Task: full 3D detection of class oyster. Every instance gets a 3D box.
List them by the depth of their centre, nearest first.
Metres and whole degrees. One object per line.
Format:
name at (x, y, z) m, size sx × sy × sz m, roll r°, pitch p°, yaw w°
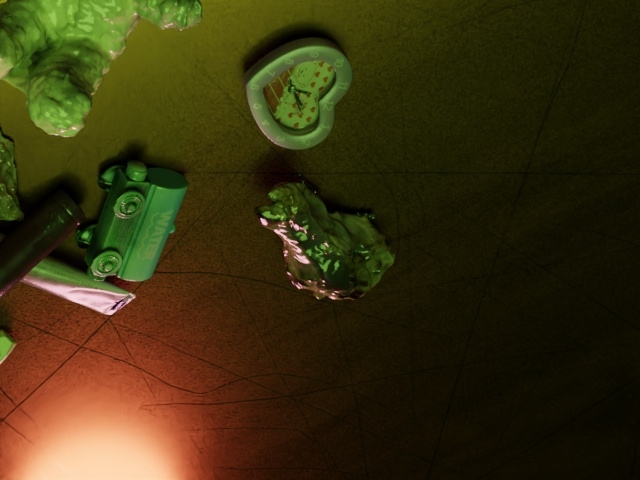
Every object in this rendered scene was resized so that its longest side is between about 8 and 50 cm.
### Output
oyster at (-0.570, -0.117, 1.807) m, size 0.133 × 0.072 × 0.209 m, roll -7°, pitch 124°, yaw -11°
oyster at (0.007, -0.003, 1.981) m, size 0.198 × 0.133 × 0.337 m, roll -34°, pitch 130°, yaw 3°

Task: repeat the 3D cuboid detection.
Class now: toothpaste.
toothpaste at (-0.491, 0.057, 1.953) m, size 0.323 × 0.066 × 0.100 m, roll 28°, pitch 138°, yaw -29°

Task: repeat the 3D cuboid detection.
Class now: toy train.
toy train at (-0.326, -0.029, 1.918) m, size 0.159 × 0.101 × 0.248 m, roll 5°, pitch 126°, yaw -35°

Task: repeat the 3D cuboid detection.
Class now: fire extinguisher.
fire extinguisher at (-0.514, 0.031, 1.861) m, size 0.267 × 0.072 × 0.089 m, roll -45°, pitch 149°, yaw -12°

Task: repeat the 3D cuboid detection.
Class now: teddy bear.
teddy bear at (-0.301, -0.401, 1.516) m, size 0.327 × 0.375 × 0.362 m, roll 35°, pitch 128°, yaw -12°

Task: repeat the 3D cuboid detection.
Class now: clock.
clock at (-0.048, -0.254, 1.826) m, size 0.172 × 0.064 × 0.198 m, roll 11°, pitch 122°, yaw -20°

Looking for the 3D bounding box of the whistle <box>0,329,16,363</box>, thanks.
whistle at (-0.691, 0.285, 2.029) m, size 0.294 × 0.141 × 0.141 m, roll -37°, pitch 124°, yaw 13°
